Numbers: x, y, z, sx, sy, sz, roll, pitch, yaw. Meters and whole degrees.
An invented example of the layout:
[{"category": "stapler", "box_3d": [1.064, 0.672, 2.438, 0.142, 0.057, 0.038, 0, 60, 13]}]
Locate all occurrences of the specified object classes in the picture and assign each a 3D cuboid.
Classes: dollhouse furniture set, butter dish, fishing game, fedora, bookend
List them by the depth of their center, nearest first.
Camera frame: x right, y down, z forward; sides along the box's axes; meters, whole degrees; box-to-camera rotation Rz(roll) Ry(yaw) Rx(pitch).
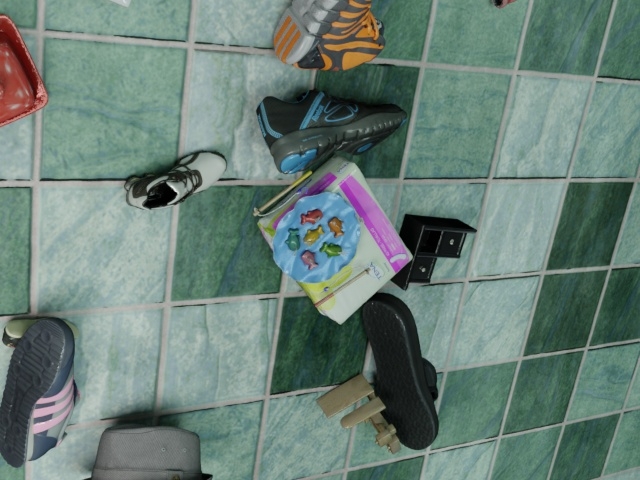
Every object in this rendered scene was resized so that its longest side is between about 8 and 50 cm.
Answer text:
[{"category": "butter dish", "box_3d": [-0.501, -0.234, 1.197, 0.160, 0.118, 0.159, -28, 124, -17]}, {"category": "fishing game", "box_3d": [0.000, 0.000, 1.523, 0.189, 0.041, 0.264, -34, 120, -10]}, {"category": "fedora", "box_3d": [-0.341, 0.423, 1.558, 0.276, 0.244, 0.124, 8, 78, -30]}, {"category": "bookend", "box_3d": [0.249, 0.030, 1.786, 0.156, 0.072, 0.157, 5, 110, -32]}, {"category": "dollhouse furniture set", "box_3d": [0.091, 0.428, 1.850, 0.123, 0.144, 0.151, -28, 138, -11]}]

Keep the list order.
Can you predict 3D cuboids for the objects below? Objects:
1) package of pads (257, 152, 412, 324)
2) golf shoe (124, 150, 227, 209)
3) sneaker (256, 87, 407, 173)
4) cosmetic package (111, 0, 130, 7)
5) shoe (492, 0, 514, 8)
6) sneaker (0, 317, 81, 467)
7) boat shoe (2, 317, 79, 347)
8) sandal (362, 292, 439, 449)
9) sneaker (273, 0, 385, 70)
[{"category": "package of pads", "box_3d": [0.032, 0.006, 1.630, 0.229, 0.101, 0.296, -42, 125, -8]}, {"category": "golf shoe", "box_3d": [-0.247, -0.098, 1.425, 0.198, 0.094, 0.077, -26, 121, -20]}, {"category": "sneaker", "box_3d": [0.031, -0.232, 1.501, 0.341, 0.139, 0.125, -18, 165, -43]}, {"category": "cosmetic package", "box_3d": [-0.360, -0.491, 1.151, 0.225, 0.138, 0.224, 15, 103, -33]}, {"category": "shoe", "box_3d": [0.372, -0.557, 1.593, 0.081, 0.063, 0.178, -34, 129, -19]}, {"category": "sneaker", "box_3d": [-0.485, 0.259, 1.433, 0.131, 0.112, 0.319, -16, 138, -56]}, {"category": "boat shoe", "box_3d": [-0.502, 0.168, 1.430, 0.133, 0.049, 0.042, 4, 135, -38]}, {"category": "sandal", "box_3d": [0.209, 0.305, 1.843, 0.107, 0.168, 0.445, -34, 127, -35]}, {"category": "sneaker", "box_3d": [0.064, -0.431, 1.410, 0.180, 0.124, 0.321, 3, 143, -42]}]
